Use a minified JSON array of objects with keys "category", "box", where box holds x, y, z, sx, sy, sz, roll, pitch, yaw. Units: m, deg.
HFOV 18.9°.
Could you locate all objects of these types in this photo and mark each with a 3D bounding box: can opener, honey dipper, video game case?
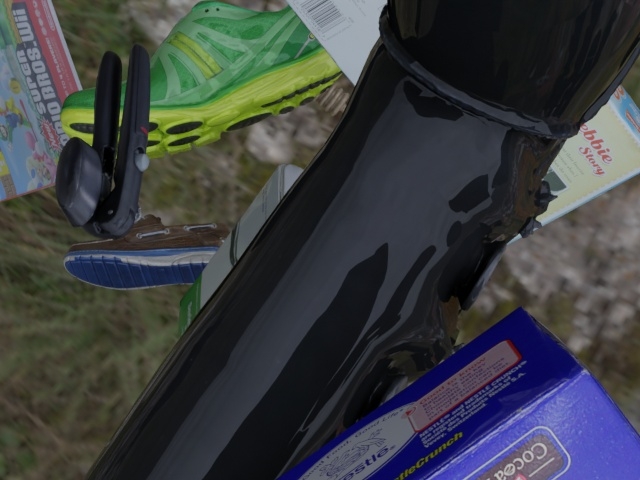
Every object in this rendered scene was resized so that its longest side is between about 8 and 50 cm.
[{"category":"can opener","box":[-0.157,-0.079,1.490,0.059,0.186,0.073,-1,142,15]},{"category":"honey dipper","box":[0.057,-0.116,2.014,0.161,0.030,0.030,36,87,-2]},{"category":"video game case","box":[-0.311,-0.148,1.919,0.025,0.285,0.204,-18,94,20]}]

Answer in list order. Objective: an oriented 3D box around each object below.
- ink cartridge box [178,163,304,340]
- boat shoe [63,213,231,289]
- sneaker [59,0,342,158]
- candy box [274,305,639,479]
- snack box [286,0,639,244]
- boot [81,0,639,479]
[{"category":"ink cartridge box","box":[-0.022,0.045,1.826,0.153,0.087,0.208,21,129,-20]},{"category":"boat shoe","box":[-0.183,0.011,2.061,0.183,0.066,0.066,1,148,2]},{"category":"sneaker","box":[-0.121,-0.163,1.874,0.296,0.109,0.123,-19,75,-21]},{"category":"candy box","box":[0.080,0.235,0.822,0.268,0.122,0.317,-36,103,2]},{"category":"snack box","box":[0.140,-0.155,1.729,0.187,0.060,0.322,-29,113,25]},{"category":"boot","box":[0.001,0.001,0.899,0.445,0.146,0.367,-51,161,3]}]
